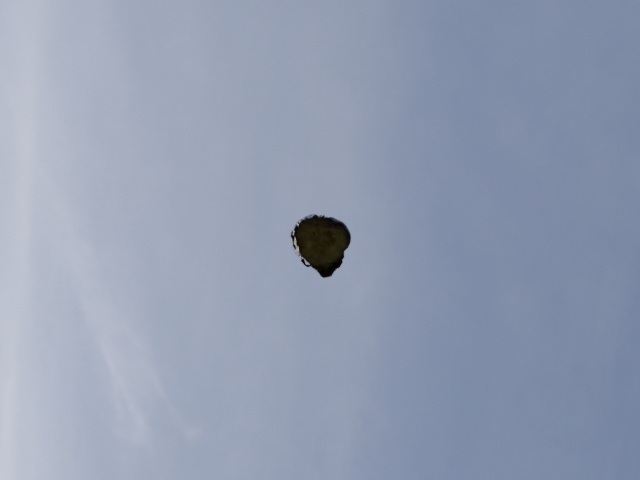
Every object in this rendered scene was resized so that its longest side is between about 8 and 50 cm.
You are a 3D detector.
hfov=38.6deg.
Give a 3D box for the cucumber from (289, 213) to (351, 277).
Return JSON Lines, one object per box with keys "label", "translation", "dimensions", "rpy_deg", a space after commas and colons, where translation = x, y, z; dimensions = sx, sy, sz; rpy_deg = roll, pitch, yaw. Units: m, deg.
{"label": "cucumber", "translation": [0.000, 0.000, 0.616], "dimensions": [0.039, 0.163, 0.043], "rpy_deg": [-32, -86, 0]}
